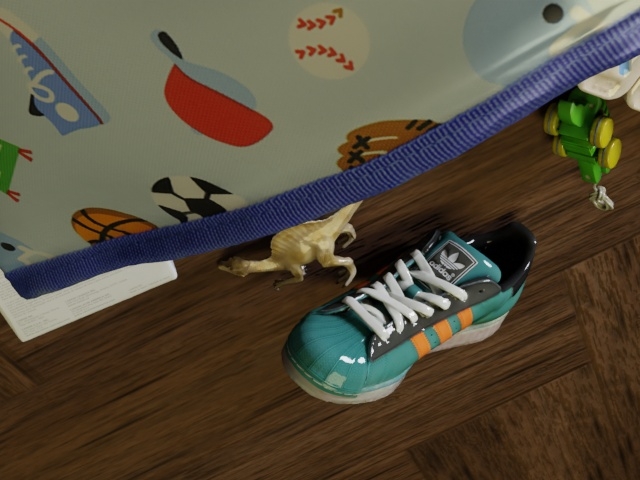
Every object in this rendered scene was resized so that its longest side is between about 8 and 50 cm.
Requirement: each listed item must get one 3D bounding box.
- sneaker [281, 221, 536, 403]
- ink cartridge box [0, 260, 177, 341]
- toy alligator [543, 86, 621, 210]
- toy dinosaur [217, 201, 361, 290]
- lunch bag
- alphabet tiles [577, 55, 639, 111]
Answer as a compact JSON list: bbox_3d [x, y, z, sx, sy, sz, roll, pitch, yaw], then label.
[{"bbox_3d":[0.088,0.051,1.294,0.302,0.108,0.121,-21,148,-45],"label":"sneaker"},{"bbox_3d":[-0.214,-0.013,1.119,0.145,0.045,0.179,-23,129,0],"label":"ink cartridge box"},{"bbox_3d":[0.247,-0.091,1.271,0.051,0.056,0.189,-63,149,-15],"label":"toy alligator"},{"bbox_3d":[0.000,0.000,1.241,0.183,0.053,0.092,-33,145,15],"label":"toy dinosaur"},{"bbox_3d":[-0.062,-0.179,0.556,0.385,0.239,0.328,-13,124,49],"label":"lunch bag"},{"bbox_3d":[0.344,-0.207,1.135,0.284,0.021,0.278,15,125,-31],"label":"alphabet tiles"}]
